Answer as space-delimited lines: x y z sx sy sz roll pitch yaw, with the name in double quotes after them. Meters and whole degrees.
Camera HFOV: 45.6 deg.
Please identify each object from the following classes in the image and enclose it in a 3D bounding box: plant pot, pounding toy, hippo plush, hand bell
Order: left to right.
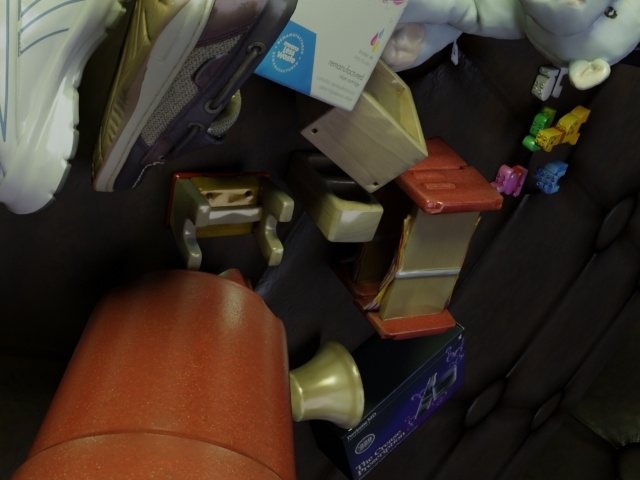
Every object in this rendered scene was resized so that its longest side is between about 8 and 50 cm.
-0.134 0.184 0.673 0.272 0.265 0.272 0 131 0 "plant pot"
-0.077 0.218 1.008 0.242 0.126 0.126 -9 129 -28 "hand bell"
0.031 -0.128 0.762 0.100 0.141 0.130 -32 133 25 "pounding toy"
0.184 -0.229 0.744 0.234 0.236 0.294 -48 146 -5 "hippo plush"

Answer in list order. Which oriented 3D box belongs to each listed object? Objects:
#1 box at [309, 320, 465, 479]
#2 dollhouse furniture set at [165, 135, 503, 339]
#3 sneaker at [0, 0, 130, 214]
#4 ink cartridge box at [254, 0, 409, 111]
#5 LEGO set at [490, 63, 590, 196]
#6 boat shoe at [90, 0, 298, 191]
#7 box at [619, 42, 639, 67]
0.110 0.241 1.224 0.261 0.103 0.184 -38 141 -19 "box"
0.000 0.000 0.864 0.374 0.152 0.201 -3 126 -27 "dollhouse furniture set"
-0.204 -0.152 0.488 0.129 0.111 0.297 6 115 -41 "sneaker"
0.016 -0.232 0.594 0.134 0.078 0.231 8 114 -53 "ink cartridge box"
0.324 -0.144 1.124 0.093 0.087 0.227 -17 133 -40 "LEGO set"
-0.101 -0.104 0.544 0.092 0.103 0.285 13 153 -21 "boat shoe"
0.422 -0.340 0.814 0.179 0.312 0.343 -55 142 -9 "box"
